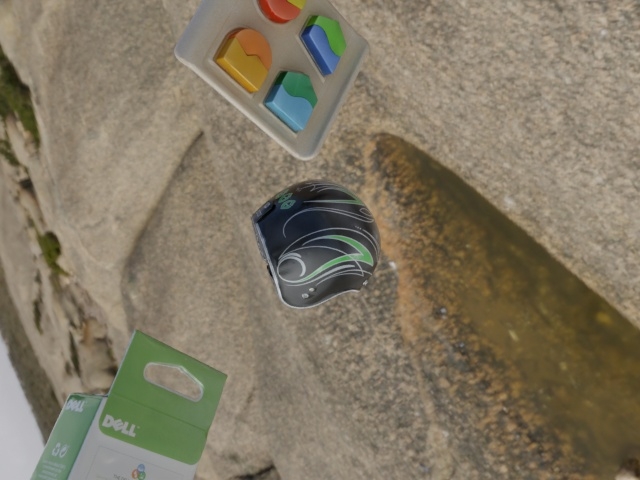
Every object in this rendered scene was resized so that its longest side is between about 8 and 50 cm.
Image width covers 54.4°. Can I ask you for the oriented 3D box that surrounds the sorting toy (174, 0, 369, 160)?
[{"bbox_3d":[-0.042,-0.227,0.730,0.208,0.193,0.038,35,161,-32],"label":"sorting toy"}]

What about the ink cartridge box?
[{"bbox_3d":[-0.163,0.188,0.499,0.062,0.209,0.109,-9,144,43],"label":"ink cartridge box"}]

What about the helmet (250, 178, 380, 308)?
[{"bbox_3d":[0.000,0.000,0.847,0.169,0.161,0.170,161,90,-82],"label":"helmet"}]
